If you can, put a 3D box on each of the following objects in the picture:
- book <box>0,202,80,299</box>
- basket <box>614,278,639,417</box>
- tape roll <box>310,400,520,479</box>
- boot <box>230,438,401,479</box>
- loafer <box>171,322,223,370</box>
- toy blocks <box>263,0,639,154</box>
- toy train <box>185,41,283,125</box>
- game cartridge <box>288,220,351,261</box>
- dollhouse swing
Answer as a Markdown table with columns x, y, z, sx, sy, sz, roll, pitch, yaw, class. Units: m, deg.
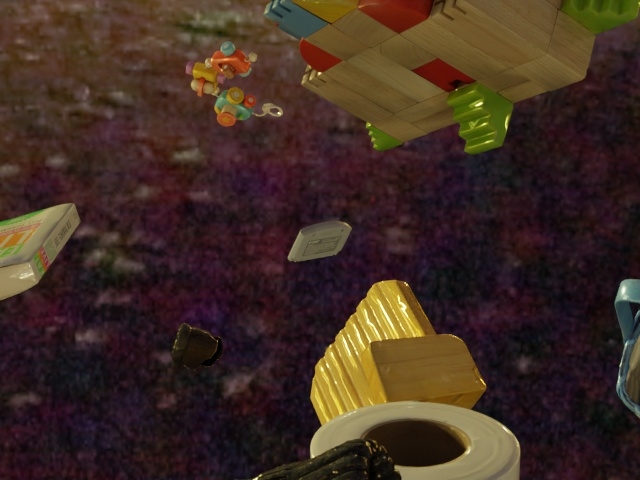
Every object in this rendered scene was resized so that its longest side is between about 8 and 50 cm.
| x | y | z | sx | sy | sz | roll | pitch | yaw | class |
| --- | --- | --- | --- | --- | --- | --- | --- | --- | --- |
| -0.254 | 0.013 | 0.806 | 0.096 | 0.035 | 0.144 | -16 | 19 | 4 | book |
| 0.442 | 0.127 | 1.083 | 0.255 | 0.201 | 0.289 | 18 | -12 | 20 | basket |
| 0.111 | 0.315 | 1.197 | 0.246 | 0.169 | 0.246 | -2 | 16 | 0 | tape roll |
| -0.012 | 0.382 | 0.994 | 0.260 | 0.347 | 0.131 | -15 | 5 | 19 | boot |
| -0.205 | 0.189 | 1.701 | 0.078 | 0.080 | 0.220 | 18 | -8 | -2 | loafer |
| 0.073 | -0.222 | 0.982 | 0.261 | 0.190 | 0.381 | 26 | -19 | -24 | toy blocks |
| -0.128 | -0.214 | 1.454 | 0.125 | 0.166 | 0.046 | 4 | 61 | 27 | toy train |
| 0.000 | 0.000 | 1.319 | 0.083 | 0.056 | 0.017 | -9 | 52 | -40 | game cartridge |
| 0.028 | 0.247 | 1.590 | 0.315 | 0.346 | 0.305 | 1 | 41 | -45 | dollhouse swing |
